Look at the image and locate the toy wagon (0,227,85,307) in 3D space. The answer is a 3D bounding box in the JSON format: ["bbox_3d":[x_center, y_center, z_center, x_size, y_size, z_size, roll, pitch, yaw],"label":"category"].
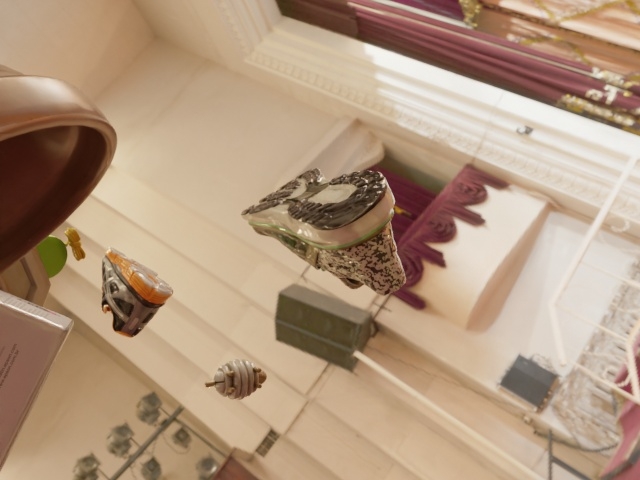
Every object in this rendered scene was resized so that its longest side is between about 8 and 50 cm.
[{"bbox_3d":[-0.567,0.080,1.006,0.344,0.068,0.267,-40,-46,-42],"label":"toy wagon"}]

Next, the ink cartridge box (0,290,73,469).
[{"bbox_3d":[-0.537,0.185,0.731,0.324,0.330,0.071,-64,13,-2],"label":"ink cartridge box"}]

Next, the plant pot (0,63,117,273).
[{"bbox_3d":[-0.243,-0.032,0.328,0.237,0.109,0.237,-39,4,3],"label":"plant pot"}]

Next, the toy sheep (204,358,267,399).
[{"bbox_3d":[-0.172,0.284,1.206,0.132,0.091,0.091,4,-65,-30],"label":"toy sheep"}]

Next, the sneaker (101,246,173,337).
[{"bbox_3d":[-0.276,0.069,0.831,0.084,0.215,0.083,32,-95,-26],"label":"sneaker"}]

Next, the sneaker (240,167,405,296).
[{"bbox_3d":[0.000,0.000,0.923,0.158,0.410,0.182,-31,-72,-14],"label":"sneaker"}]
